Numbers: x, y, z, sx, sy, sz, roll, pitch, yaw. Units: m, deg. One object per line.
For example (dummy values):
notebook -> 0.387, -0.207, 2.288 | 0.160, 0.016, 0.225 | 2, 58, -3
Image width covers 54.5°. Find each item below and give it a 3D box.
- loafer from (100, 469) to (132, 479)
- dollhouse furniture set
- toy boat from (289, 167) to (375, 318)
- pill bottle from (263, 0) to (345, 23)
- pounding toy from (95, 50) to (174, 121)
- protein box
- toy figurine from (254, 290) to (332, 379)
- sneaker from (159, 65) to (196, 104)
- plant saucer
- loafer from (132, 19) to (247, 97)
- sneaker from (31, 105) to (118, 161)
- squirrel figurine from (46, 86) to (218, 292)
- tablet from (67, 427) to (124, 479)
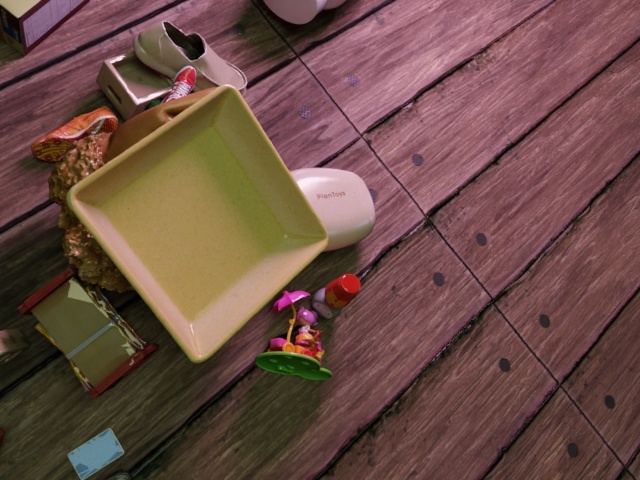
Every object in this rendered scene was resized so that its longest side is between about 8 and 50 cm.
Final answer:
loafer -> -0.389, 0.464, 1.057 | 0.062, 0.061, 0.170 | 44, 64, -1
dollhouse furniture set -> -0.496, 0.234, 1.067 | 0.374, 0.152, 0.201 | -39, 89, -8
toy boat -> 0.000, 0.000, 1.312 | 0.267, 0.148, 0.319 | -3, 67, -26
pill bottle -> 0.028, -0.708, 1.481 | 0.229, 0.229, 0.408 | 39, 65, -5
pounding toy -> -0.384, -0.300, 1.290 | 0.130, 0.100, 0.141 | -37, 91, -40
protein box -> -0.609, -0.527, 1.246 | 0.199, 0.136, 0.201 | 38, 64, -6
toy figurine -> -0.041, 0.182, 1.255 | 0.173, 0.130, 0.159 | 27, 55, -34
sneaker -> -0.283, -0.293, 1.247 | 0.042, 0.067, 0.118 | 30, 99, -28
plant saucer -> -0.189, -0.031, 1.022 | 0.333, 0.081, 0.333 | -43, 112, -27
loafer -> -0.255, -0.373, 1.306 | 0.268, 0.092, 0.102 | 14, 52, -42
sneaker -> -0.490, -0.210, 1.241 | 0.175, 0.064, 0.067 | -28, 47, -18
squirrel figurine -> -0.286, -0.037, 1.159 | 0.396, 0.281, 0.371 | -25, 96, -29
tablet -> -0.400, 0.381, 1.109 | 0.083, 0.006, 0.054 | -30, 85, -24
